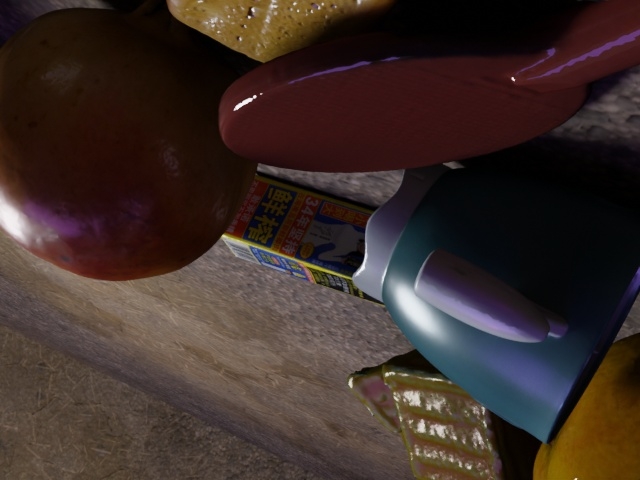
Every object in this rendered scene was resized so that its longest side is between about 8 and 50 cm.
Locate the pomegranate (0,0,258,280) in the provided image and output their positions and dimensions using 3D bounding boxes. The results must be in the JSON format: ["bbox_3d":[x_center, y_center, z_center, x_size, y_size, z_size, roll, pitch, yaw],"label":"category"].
[{"bbox_3d":[-0.150,-0.069,0.759,0.209,0.209,0.209,23,162,8],"label":"pomegranate"}]

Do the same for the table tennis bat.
[{"bbox_3d":[0.073,-0.081,0.590,0.200,0.038,0.310,6,165,-42],"label":"table tennis bat"}]

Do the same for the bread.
[{"bbox_3d":[-0.008,-0.154,0.538,0.116,0.077,0.200,27,161,-6],"label":"bread"}]

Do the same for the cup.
[{"bbox_3d":[0.122,0.026,0.738,0.173,0.167,0.300,28,-171,19],"label":"cup"}]

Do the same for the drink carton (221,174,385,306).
[{"bbox_3d":[0.000,0.000,0.959,0.166,0.071,0.056,19,164,22],"label":"drink carton"}]

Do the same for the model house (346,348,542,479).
[{"bbox_3d":[0.135,0.200,1.165,0.268,0.173,0.239,7,155,38],"label":"model house"}]

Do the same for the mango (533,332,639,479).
[{"bbox_3d":[0.347,0.185,0.794,0.378,0.221,0.264,5,150,24],"label":"mango"}]
